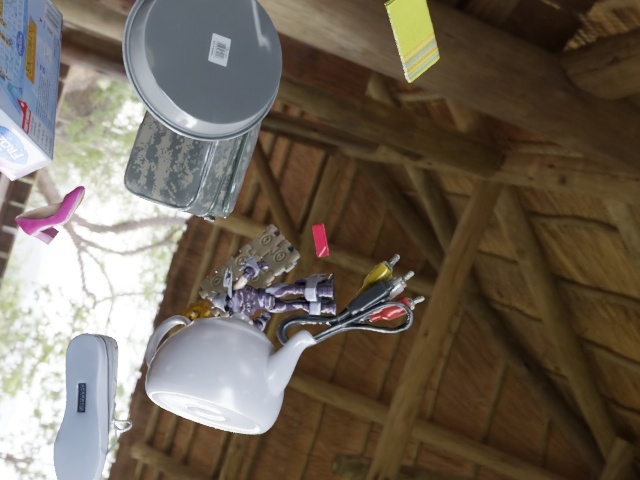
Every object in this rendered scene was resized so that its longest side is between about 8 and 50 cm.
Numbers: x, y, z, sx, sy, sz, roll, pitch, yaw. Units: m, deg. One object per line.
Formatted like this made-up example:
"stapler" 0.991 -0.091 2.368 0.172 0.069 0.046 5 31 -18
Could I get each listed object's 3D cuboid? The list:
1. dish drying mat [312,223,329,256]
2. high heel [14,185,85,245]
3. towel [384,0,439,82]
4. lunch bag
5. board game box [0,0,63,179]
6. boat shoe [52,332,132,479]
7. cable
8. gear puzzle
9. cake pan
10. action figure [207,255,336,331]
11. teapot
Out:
"dish drying mat" 0.000 0.000 1.983 0.008 0.032 0.083 -12 92 -70
"high heel" -0.724 -0.090 2.065 0.244 0.117 0.082 -40 -160 37
"towel" 0.210 -0.470 1.738 0.102 0.237 0.021 -41 -126 -9
"lunch bag" -0.257 -0.205 1.723 0.256 0.212 0.305 16 92 -69
"board game box" -0.427 -0.283 0.893 0.066 0.318 0.319 -23 -132 10
"boat shoe" -0.515 0.397 1.778 0.156 0.135 0.367 16 73 -67
"cable" 0.064 0.150 1.478 0.139 0.287 0.072 60 5 15
"gear puzzle" -0.201 0.114 1.879 0.339 0.044 0.175 -40 -137 -4
"cake pan" -0.188 -0.319 1.319 0.054 0.293 0.293 -5 -112 59
"action figure" -0.108 0.128 1.716 0.099 0.285 0.185 -94 -177 -58
"teapot" -0.173 0.213 1.341 0.252 0.256 0.187 132 -23 -62
